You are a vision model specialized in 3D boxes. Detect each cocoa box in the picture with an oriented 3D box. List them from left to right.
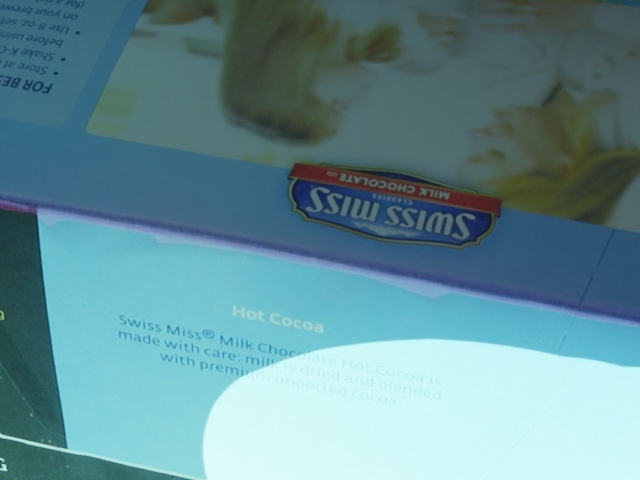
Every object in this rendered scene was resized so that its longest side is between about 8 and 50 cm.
[{"bbox_3d":[0.000,0.000,0.672,0.347,0.231,0.228,10,137,9],"label":"cocoa box"}]
